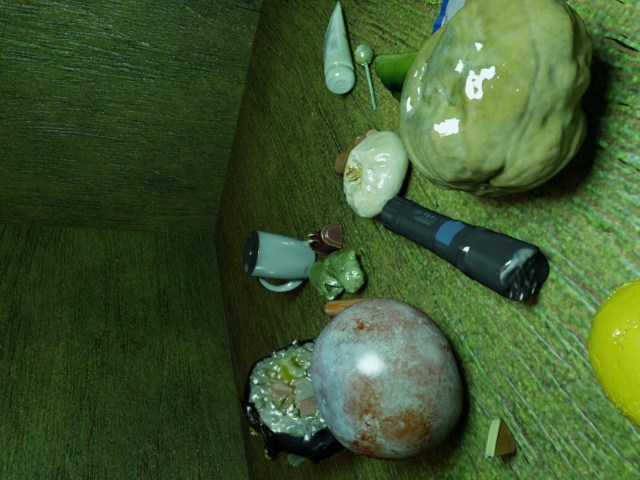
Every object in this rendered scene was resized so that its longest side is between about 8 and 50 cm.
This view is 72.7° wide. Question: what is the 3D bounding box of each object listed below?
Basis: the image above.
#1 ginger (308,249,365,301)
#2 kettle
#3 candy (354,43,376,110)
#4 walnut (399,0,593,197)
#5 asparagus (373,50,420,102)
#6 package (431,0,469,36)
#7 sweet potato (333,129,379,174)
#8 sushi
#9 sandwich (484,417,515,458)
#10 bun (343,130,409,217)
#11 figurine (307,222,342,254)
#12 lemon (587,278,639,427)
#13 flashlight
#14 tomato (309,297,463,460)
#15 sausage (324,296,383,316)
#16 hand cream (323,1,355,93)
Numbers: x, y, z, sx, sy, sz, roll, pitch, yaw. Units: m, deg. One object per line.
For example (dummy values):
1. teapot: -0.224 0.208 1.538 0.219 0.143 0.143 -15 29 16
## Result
1. ginger: 0.049 0.108 1.308 0.290 0.089 0.137 -30 42 57
2. kettle: -0.146 0.085 1.552 0.161 0.236 0.221 44 121 58
3. candy: 0.136 -0.459 1.230 0.061 0.061 0.203 -29 69 63
4. walnut: 0.255 -0.204 0.654 0.253 0.282 0.277 1 94 26
5. asparagus: 0.211 -0.359 0.963 0.382 0.108 0.128 -135 27 -61
6. package: 0.292 -0.463 0.884 0.173 0.027 0.171 47 129 53
7. sweet potato: 0.088 -0.249 1.287 0.281 0.059 0.067 148 131 -60
8. sushi: -0.037 0.474 1.204 0.328 0.327 0.285 40 137 42
9. sandwich: 0.308 0.346 0.740 0.083 0.044 0.031 -49 -4 -46
10. bun: 0.121 -0.170 1.086 0.222 0.127 0.222 -161 90 -72
11. figurine: 0.000 -0.001 1.413 0.154 0.098 0.082 -27 66 60
12. lemon: 0.378 0.118 0.447 0.206 0.173 0.174 -81 9 -56
13. flashlight: 0.245 -0.005 0.854 0.424 0.103 0.103 -142 58 -63
14. tomato: 0.129 0.273 0.880 0.316 0.282 0.317 33 128 56
15. sausage: 0.091 0.191 1.231 0.348 0.053 0.053 158 113 -64
16. hand cream: 0.047 -0.601 1.384 0.147 0.093 0.306 123 145 -57
